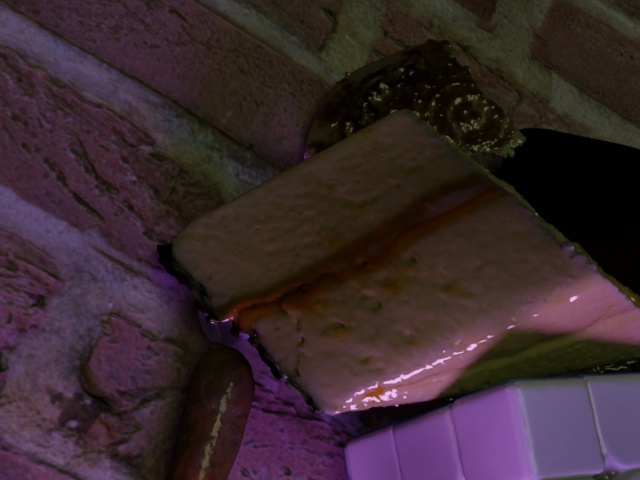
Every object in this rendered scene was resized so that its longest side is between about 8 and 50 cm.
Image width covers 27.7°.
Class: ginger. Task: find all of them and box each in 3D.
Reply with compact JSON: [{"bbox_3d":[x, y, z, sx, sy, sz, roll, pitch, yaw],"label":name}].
[{"bbox_3d":[0.343,0.060,1.570,0.413,0.211,0.358,31,45,29],"label":"ginger"}]

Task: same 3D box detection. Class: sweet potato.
[{"bbox_3d":[-0.126,0.230,1.320,0.075,0.075,0.273,26,62,-15],"label":"sweet potato"}]

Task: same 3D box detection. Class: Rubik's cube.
[{"bbox_3d":[0.236,0.304,1.321,0.290,0.291,0.291,1,69,-35],"label":"Rubik's cube"}]

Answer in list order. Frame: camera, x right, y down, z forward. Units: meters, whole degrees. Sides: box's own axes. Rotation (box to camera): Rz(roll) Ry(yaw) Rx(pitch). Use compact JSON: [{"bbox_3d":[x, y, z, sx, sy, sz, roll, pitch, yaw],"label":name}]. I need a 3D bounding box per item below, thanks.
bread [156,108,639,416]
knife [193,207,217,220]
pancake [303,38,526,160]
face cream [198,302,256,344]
[{"bbox_3d":[0.094,0.057,1.379,0.242,0.405,0.346,45,13,-51],"label":"bread"},{"bbox_3d":[0.000,0.001,1.520,0.343,0.027,0.061,7,68,-25],"label":"knife"},{"bbox_3d":[0.127,-0.143,1.608,0.244,0.057,0.266,26,57,7],"label":"pancake"},{"bbox_3d":[-0.050,0.061,1.446,0.182,0.051,0.072,-23,96,-31],"label":"face cream"}]
